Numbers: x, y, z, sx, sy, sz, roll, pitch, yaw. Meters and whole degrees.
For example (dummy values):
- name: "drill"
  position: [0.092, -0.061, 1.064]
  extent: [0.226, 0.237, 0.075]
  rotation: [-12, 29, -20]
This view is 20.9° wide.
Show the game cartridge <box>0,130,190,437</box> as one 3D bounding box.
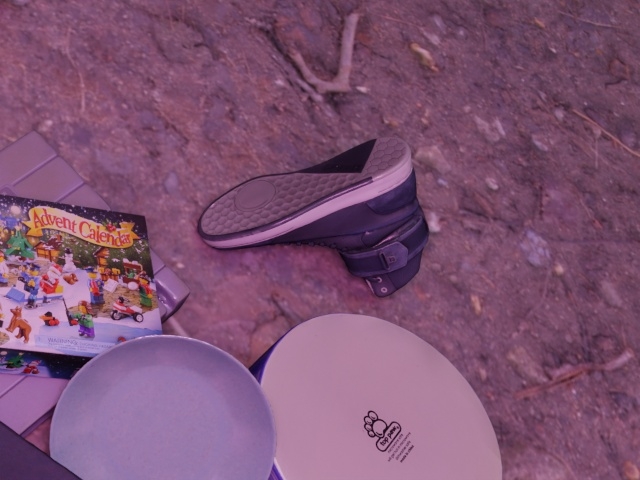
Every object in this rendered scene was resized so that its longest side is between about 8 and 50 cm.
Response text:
- name: "game cartridge"
  position: [-0.302, 0.061, 1.530]
  extent: [0.230, 0.068, 0.355]
  rotation: [43, 44, 7]

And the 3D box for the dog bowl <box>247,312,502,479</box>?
- name: "dog bowl"
  position: [0.035, 0.203, 1.616]
  extent: [0.265, 0.104, 0.265]
  rotation: [19, 48, -22]

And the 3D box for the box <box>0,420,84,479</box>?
- name: "box"
  position: [-0.354, 0.255, 1.233]
  extent: [0.395, 0.212, 0.293]
  rotation: [37, 44, -4]

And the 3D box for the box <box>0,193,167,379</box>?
- name: "box"
  position: [-0.256, 0.039, 1.507]
  extent: [0.233, 0.044, 0.159]
  rotation: [8, 54, -30]

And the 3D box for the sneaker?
- name: "sneaker"
  position: [0.001, 0.001, 1.766]
  extent: [0.226, 0.163, 0.086]
  rotation: [-17, 43, 2]

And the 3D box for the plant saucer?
- name: "plant saucer"
  position: [-0.136, 0.169, 1.500]
  extent: [0.195, 0.195, 0.037]
  rotation: [31, 10, -11]
